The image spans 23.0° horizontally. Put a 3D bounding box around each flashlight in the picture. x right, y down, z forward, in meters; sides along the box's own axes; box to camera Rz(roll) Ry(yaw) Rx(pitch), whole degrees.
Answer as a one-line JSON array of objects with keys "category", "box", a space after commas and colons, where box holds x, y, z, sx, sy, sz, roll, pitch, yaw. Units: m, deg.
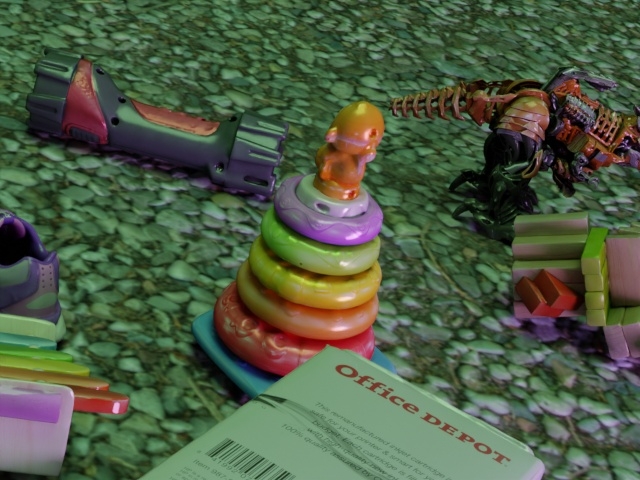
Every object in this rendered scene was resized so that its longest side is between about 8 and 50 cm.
[{"category": "flashlight", "box": [-0.191, -0.145, 1.869, 0.304, 0.103, 0.103, 13, 26, -2]}]

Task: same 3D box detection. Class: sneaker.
[{"category": "sneaker", "box": [-0.327, 0.007, 1.526, 0.236, 0.104, 0.095, 34, 35, 32]}]

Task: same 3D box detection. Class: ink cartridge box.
[{"category": "ink cartridge box", "box": [0.008, 0.234, 1.261, 0.223, 0.129, 0.307, 28, 31, 22]}]

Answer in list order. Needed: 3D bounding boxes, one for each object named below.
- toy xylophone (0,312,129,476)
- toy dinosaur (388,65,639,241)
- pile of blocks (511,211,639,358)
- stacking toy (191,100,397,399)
[{"category": "toy xylophone", "box": [-0.298, 0.119, 1.278, 0.236, 0.081, 0.323, 8, 5, -21]}, {"category": "toy dinosaur", "box": [0.253, -0.126, 1.932, 0.322, 0.218, 0.164, 24, 30, 15]}, {"category": "pile of blocks", "box": [0.368, 0.075, 1.706, 0.362, 0.149, 0.112, 20, 28, 7]}, {"category": "stacking toy", "box": [0.000, 0.000, 1.493, 0.175, 0.301, 0.166, -9, 37, -36]}]
